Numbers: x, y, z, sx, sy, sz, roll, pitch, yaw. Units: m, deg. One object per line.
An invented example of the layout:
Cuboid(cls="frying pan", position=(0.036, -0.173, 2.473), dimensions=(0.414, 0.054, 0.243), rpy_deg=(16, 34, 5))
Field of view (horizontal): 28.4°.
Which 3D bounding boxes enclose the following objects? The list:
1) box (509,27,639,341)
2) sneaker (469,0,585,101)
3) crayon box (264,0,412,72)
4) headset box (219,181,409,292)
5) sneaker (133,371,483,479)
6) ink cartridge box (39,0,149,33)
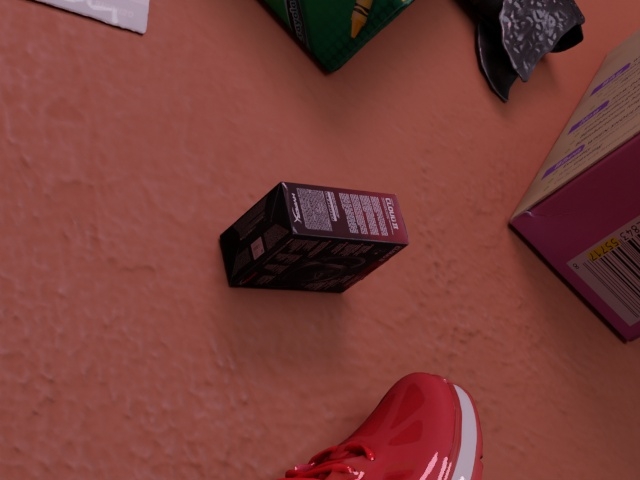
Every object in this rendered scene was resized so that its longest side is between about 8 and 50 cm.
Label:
Cuboid(cls="box", position=(0.268, -0.085, 0.819), dimensions=(0.117, 0.213, 0.243), rpy_deg=(44, 44, -7))
Cuboid(cls="sneaker", position=(0.157, -0.171, 0.905), dimensions=(0.170, 0.051, 0.089), rpy_deg=(-36, 88, -41))
Cuboid(cls="crayon box", position=(0.038, -0.246, 0.833), dimensions=(0.165, 0.081, 0.278), rpy_deg=(48, 44, -4))
Cuboid(cls="headset box", position=(0.000, 0.000, 0.658), dimensions=(0.083, 0.062, 0.032), rpy_deg=(3, 62, -36))
Cuboid(cls="sneaker", position=(-0.013, 0.115, 0.559), dimensions=(0.128, 0.087, 0.221), rpy_deg=(41, 44, -12))
Cuboid(cls="ink cartridge box", position=(-0.158, -0.210, 0.697), dimensions=(0.145, 0.045, 0.179), rpy_deg=(13, 74, -33))
